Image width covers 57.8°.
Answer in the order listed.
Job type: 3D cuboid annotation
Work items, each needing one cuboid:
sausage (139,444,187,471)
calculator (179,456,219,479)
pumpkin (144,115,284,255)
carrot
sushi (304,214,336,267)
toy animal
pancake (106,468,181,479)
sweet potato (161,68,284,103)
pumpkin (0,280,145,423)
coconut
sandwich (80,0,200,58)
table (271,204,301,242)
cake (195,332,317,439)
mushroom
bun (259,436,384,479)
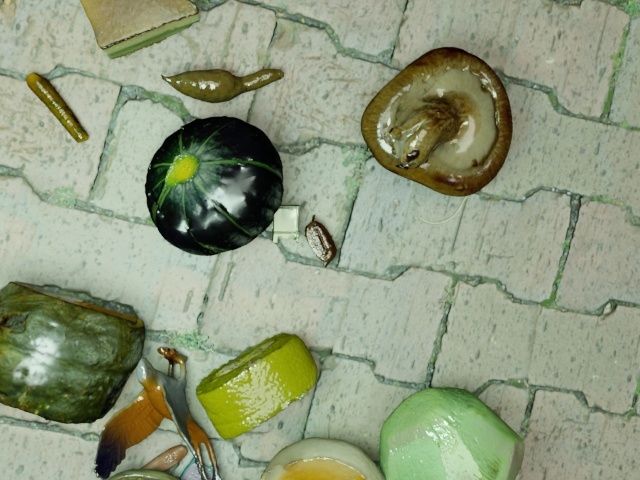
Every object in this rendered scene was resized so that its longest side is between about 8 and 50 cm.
[{"bbox_3d":[-0.386,0.527,1.318,0.186,0.043,0.043,-35,98,-5],"label":"sausage"},{"bbox_3d":[-0.301,0.570,1.346,0.094,0.019,0.141,35,88,-13],"label":"calculator"},{"bbox_3d":[-0.203,-0.109,1.220,0.295,0.296,0.296,-1,94,-9],"label":"pumpkin"},{"bbox_3d":[-0.559,-0.281,1.237,0.042,0.042,0.171,-37,99,-5],"label":"carrot"},{"bbox_3d":[0.000,0.000,1.343,0.052,0.055,0.120,-33,88,5],"label":"sushi"},{"bbox_3d":[-0.297,0.381,1.259,0.225,0.284,0.302,-15,60,16],"label":"toy animal"},{"bbox_3d":[-0.399,0.605,1.294,0.241,0.050,0.242,-4,109,-13],"label":"pancake"},{"bbox_3d":[-0.210,-0.341,1.278,0.269,0.075,0.075,-9,95,-18],"label":"sweet potato"},{"bbox_3d":[-0.517,0.227,1.163,0.256,0.303,0.225,16,83,28],"label":"pumpkin"},{"bbox_3d":[0.300,0.496,1.309,0.328,0.281,0.329,0,97,-3],"label":"coconut"},{"bbox_3d":[-0.386,-0.512,1.217,0.220,0.108,0.186,-22,98,-5],"label":"sandwich"},{"bbox_3d":[-0.078,-0.039,1.314,0.062,0.079,0.083,1,95,-8],"label":"table"},{"bbox_3d":[-0.134,0.315,1.276,0.260,0.179,0.156,-32,99,-5],"label":"cake"},{"bbox_3d":[0.271,-0.248,1.266,0.345,0.259,0.346,-1,94,-9],"label":"mushroom"},{"bbox_3d":[0.005,0.573,1.322,0.298,0.165,0.299,1,100,4],"label":"bun"}]
